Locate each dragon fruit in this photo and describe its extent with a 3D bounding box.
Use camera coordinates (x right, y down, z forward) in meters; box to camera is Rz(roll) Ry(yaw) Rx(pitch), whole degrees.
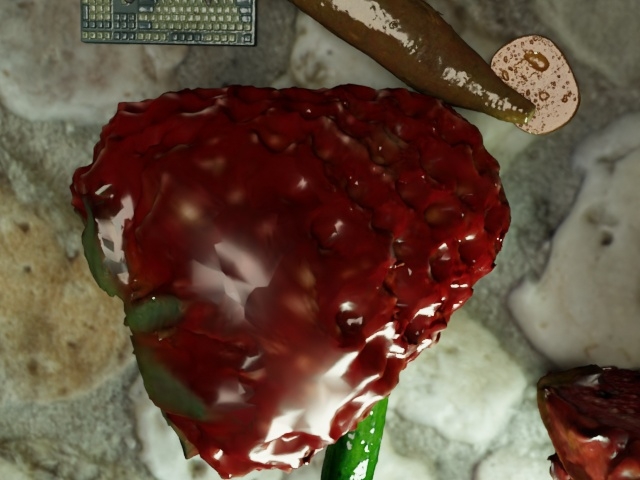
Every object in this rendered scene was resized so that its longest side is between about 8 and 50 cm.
[{"bbox_3d":[0.332,0.190,0.609,0.302,0.330,0.240,27,84,5],"label":"dragon fruit"}]

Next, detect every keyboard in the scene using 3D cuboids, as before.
[{"bbox_3d":[-0.147,-0.216,0.722,0.176,0.014,0.055,4,100,9],"label":"keyboard"}]

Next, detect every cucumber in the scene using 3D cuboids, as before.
[{"bbox_3d":[0.035,0.202,0.767,0.056,0.056,0.250,12,103,7],"label":"cucumber"}]

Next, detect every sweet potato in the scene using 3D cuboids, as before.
[{"bbox_3d":[0.054,-0.196,0.659,0.314,0.066,0.072,34,73,-5],"label":"sweet potato"}]

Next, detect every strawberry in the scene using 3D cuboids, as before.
[{"bbox_3d":[0.000,0.000,0.623,0.345,0.295,0.318,-24,70,-4],"label":"strawberry"}]

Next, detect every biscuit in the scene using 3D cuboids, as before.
[{"bbox_3d":[0.189,-0.138,0.680,0.078,0.015,0.091,-24,97,16],"label":"biscuit"}]

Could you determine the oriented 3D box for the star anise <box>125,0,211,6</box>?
[{"bbox_3d":[-0.124,-0.304,0.665,0.180,0.061,0.205,19,106,-16],"label":"star anise"}]
